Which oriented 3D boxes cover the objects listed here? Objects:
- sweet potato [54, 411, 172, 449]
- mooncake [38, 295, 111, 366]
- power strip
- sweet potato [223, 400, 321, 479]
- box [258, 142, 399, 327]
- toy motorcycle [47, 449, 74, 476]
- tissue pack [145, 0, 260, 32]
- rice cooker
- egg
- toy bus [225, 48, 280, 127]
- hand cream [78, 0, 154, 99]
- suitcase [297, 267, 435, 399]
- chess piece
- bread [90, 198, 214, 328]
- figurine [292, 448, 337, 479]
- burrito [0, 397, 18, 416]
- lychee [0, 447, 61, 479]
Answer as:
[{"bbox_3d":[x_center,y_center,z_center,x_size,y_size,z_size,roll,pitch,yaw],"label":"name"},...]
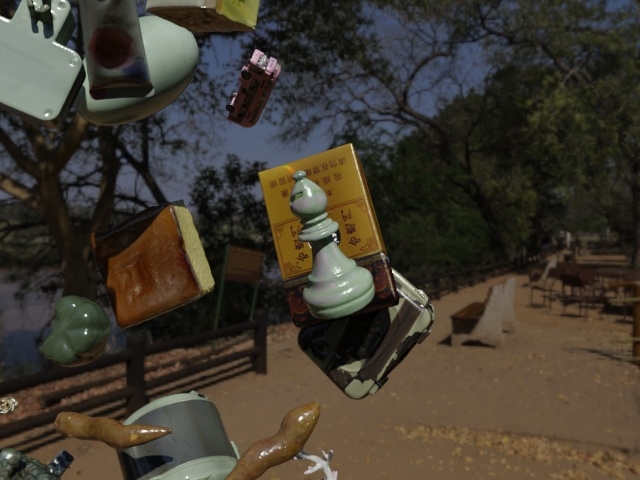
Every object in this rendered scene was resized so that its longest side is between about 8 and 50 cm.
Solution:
[{"bbox_3d":[-0.449,0.410,1.275,0.281,0.059,0.067,0,-14,27],"label":"sweet potato"},{"bbox_3d":[-0.615,0.224,1.477,0.168,0.175,0.104,-17,-14,14],"label":"mooncake"},{"bbox_3d":[-0.607,-0.397,1.233,0.229,0.261,0.141,24,-11,-12],"label":"power strip"},{"bbox_3d":[-0.080,0.362,1.031,0.218,0.065,0.051,-39,-5,-12],"label":"sweet potato"},{"bbox_3d":[0.021,-0.006,1.494,0.264,0.416,0.116,-15,-14,9],"label":"box"},{"bbox_3d":[-0.657,0.608,1.204,0.168,0.410,0.237,38,11,-5],"label":"toy motorcycle"},{"bbox_3d":[-0.172,-0.458,0.939,0.159,0.234,0.125,14,6,39],"label":"tissue pack"},{"bbox_3d":[-0.343,0.551,1.464,0.288,0.288,0.277,0,43,-38],"label":"rice cooker"},{"bbox_3d":[-0.483,-0.440,1.558,0.371,0.230,0.230,-43,19,-20],"label":"egg"},{"bbox_3d":[-0.167,-0.365,1.456,0.090,0.063,0.203,23,-42,-12],"label":"toy bus"},{"bbox_3d":[-0.385,-0.415,1.083,0.124,0.341,0.078,-8,39,-14],"label":"hand cream"},{"bbox_3d":[0.107,0.218,1.649,0.339,0.351,0.194,42,8,14],"label":"suitcase"},{"bbox_3d":[0.000,0.000,1.106,0.139,0.272,0.139,-18,16,6],"label":"chess piece"},{"bbox_3d":[-0.530,0.073,1.871,0.333,0.324,0.143,-23,-5,17],"label":"bread"},{"bbox_3d":[-0.068,0.662,1.486,0.315,0.206,0.284,-33,-41,4],"label":"figurine"},{"bbox_3d":[-0.684,0.357,1.250,0.041,0.045,0.185,24,-32,-35],"label":"burrito"},{"bbox_3d":[-0.470,0.430,0.830,0.255,0.275,0.255,13,-2,0],"label":"lychee"}]
